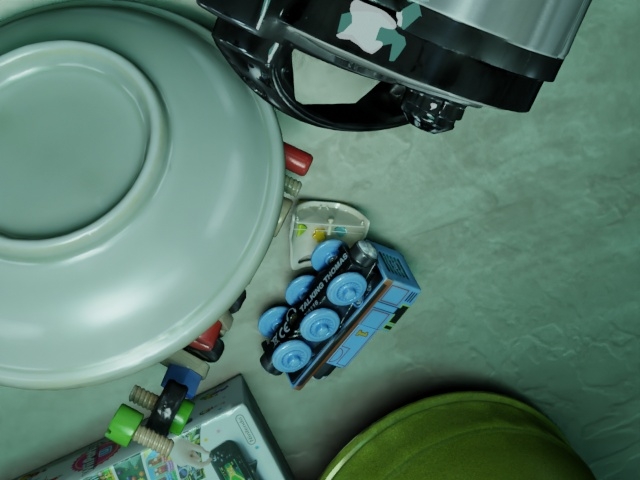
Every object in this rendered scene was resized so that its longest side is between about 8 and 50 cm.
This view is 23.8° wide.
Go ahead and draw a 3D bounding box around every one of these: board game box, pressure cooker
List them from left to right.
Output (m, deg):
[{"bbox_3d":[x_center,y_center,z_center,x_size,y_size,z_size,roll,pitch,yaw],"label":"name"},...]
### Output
[{"bbox_3d":[-0.172,0.311,1.624,0.303,0.097,0.224,-25,107,2],"label":"board game box"},{"bbox_3d":[0.076,-0.292,1.322,0.370,0.375,0.420,19,103,-14],"label":"pressure cooker"}]

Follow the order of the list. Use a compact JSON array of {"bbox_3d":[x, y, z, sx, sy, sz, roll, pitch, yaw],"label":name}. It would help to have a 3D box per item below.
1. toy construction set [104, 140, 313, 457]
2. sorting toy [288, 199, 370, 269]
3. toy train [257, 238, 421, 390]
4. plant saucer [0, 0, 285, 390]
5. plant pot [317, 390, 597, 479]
[{"bbox_3d":[-0.177,0.005,1.472,0.237,0.257,0.309,26,94,-1],"label":"toy construction set"},{"bbox_3d":[0.000,0.000,1.578,0.083,0.045,0.075,4,118,-17],"label":"sorting toy"},{"bbox_3d":[0.015,0.077,1.571,0.105,0.080,0.184,21,118,-35],"label":"toy train"},{"bbox_3d":[-0.235,-0.068,1.373,0.400,0.100,0.400,-3,64,7],"label":"plant saucer"},{"bbox_3d":[0.200,0.385,1.505,0.366,0.353,0.366,-8,110,-22],"label":"plant pot"}]
